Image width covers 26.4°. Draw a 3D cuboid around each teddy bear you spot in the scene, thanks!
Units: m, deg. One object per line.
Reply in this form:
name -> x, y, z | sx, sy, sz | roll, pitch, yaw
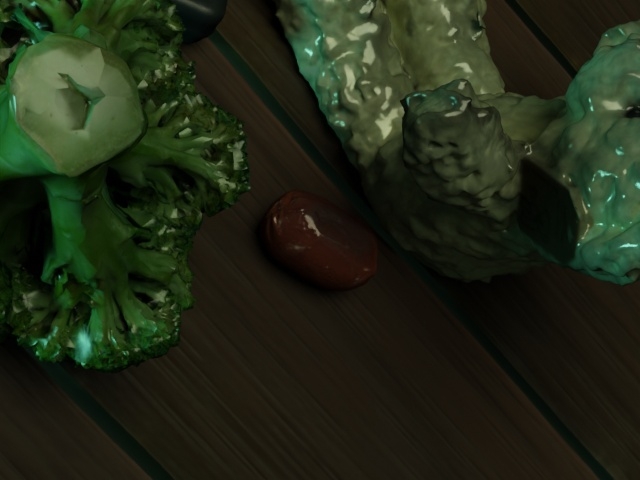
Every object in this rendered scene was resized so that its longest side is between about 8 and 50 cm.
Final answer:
teddy bear -> 0.185, -0.120, 0.989 | 0.327, 0.362, 0.376 | -15, 84, -37

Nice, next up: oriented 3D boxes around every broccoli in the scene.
broccoli -> -0.156, -0.062, 0.794 | 0.254, 0.269, 0.269 | 8, 68, -18

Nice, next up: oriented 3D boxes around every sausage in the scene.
sausage -> 0.000, 0.000, 1.010 | 0.094, 0.054, 0.059 | 34, 58, -20

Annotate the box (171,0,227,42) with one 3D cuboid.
box -> -0.165, -0.253, 0.991 | 0.230, 0.050, 0.160 | 21, 62, -27
